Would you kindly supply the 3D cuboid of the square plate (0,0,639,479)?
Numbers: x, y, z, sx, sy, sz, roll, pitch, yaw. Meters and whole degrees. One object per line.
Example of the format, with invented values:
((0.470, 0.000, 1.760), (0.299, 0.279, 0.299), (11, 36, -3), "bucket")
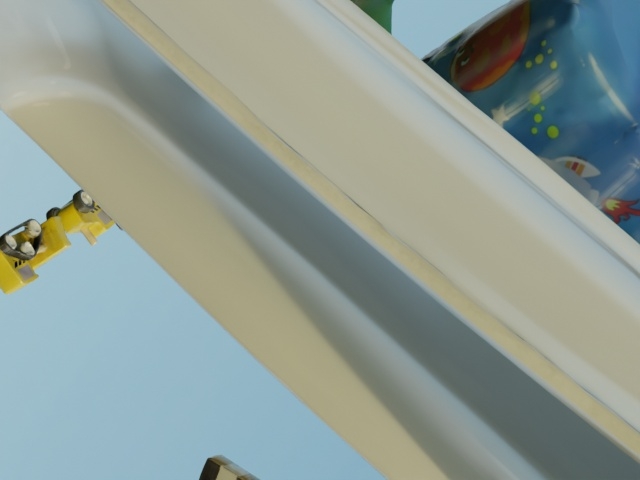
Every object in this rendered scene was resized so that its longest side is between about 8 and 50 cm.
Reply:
((0.000, 0.000, 0.514), (0.049, 0.344, 0.347), (-46, 168, -9), "square plate")

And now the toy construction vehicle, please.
((-0.102, -0.009, 0.826), (0.086, 0.035, 0.098), (-30, -176, 23), "toy construction vehicle")

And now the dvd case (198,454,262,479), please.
((0.000, 0.240, 0.984), (0.221, 0.018, 0.164), (29, -70, 25), "dvd case")

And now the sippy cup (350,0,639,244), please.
((0.140, -0.046, 1.065), (0.224, 0.305, 0.240), (-40, -162, 42), "sippy cup")
